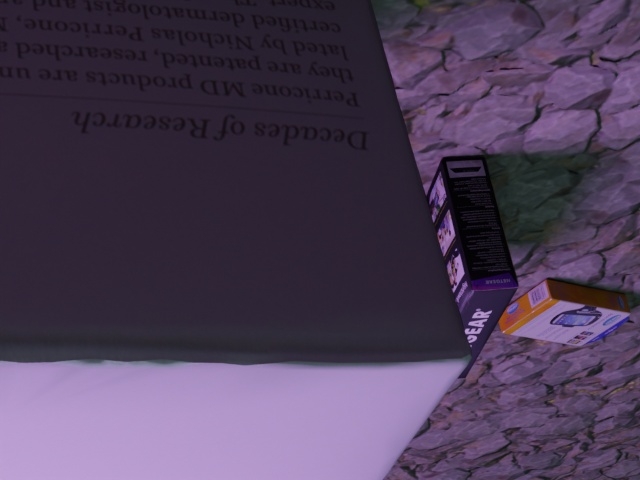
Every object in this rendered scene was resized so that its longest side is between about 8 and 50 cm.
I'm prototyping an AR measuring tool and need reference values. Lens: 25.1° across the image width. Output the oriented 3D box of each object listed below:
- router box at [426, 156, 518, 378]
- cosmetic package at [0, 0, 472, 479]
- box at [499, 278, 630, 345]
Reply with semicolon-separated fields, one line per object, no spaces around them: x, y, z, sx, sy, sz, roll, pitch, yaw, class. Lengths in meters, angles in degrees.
0.120;0.029;1.289;0.046;0.133;0.179;-3;150;-12;router box
-0.160;-0.014;0.827;0.327;0.393;0.329;1;144;-21;cosmetic package
0.266;0.079;1.537;0.136;0.028;0.081;10;145;-36;box
